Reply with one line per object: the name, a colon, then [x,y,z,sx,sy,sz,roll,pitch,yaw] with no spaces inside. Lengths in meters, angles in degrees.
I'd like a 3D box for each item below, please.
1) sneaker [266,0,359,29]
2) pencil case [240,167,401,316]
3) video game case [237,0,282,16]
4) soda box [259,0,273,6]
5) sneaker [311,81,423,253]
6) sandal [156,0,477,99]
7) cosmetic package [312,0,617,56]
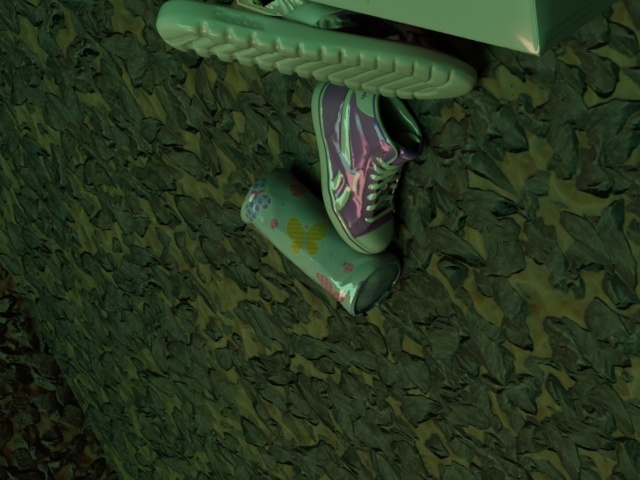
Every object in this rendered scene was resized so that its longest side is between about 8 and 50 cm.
sneaker: [-0.002,-0.331,1.818,0.232,0.090,0.115,42,126,1]
pencil case: [0.000,0.000,2.109,0.273,0.113,0.124,39,-171,22]
video game case: [-0.081,-0.395,1.925,0.143,0.019,0.157,26,140,39]
soda box: [-0.020,-0.367,1.722,0.060,0.169,0.053,55,150,0]
sneaker: [0.083,-0.094,1.919,0.161,0.102,0.282,14,131,43]
sandal: [0.008,-0.261,1.671,0.169,0.416,0.102,165,114,-74]
cosmetic package: [0.150,-0.343,1.492,0.366,0.197,0.155,25,138,42]
